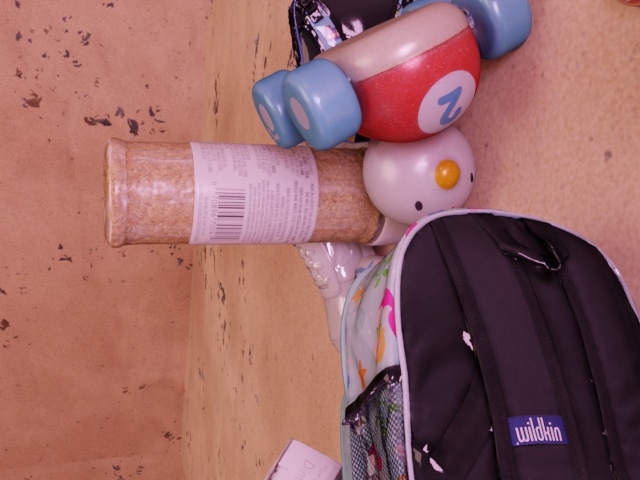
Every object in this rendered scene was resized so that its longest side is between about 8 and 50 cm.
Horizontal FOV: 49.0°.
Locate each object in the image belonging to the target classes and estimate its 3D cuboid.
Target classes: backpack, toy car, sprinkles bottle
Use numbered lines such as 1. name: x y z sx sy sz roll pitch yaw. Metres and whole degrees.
1. backpack: 0.045 -0.204 0.813 0.117 0.158 0.173 -128 29 -74
2. toy car: 0.093 -0.092 0.673 0.238 0.219 0.210 63 167 -16
3. sprinkles bottle: -0.063 -0.053 0.806 0.121 0.355 0.121 180 90 -71
4. backpack: 0.120 0.111 0.479 0.191 0.225 0.254 132 138 -57

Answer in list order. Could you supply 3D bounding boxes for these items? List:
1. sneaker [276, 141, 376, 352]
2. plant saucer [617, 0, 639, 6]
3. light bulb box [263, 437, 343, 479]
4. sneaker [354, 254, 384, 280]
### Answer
1. sneaker: 0.000 0.000 0.946 0.114 0.152 0.305 159 108 -69
2. plant saucer: 0.224 -0.202 0.474 0.083 0.013 0.084 180 90 -72
3. light bulb box: -0.020 0.431 0.570 0.358 0.225 0.361 -51 -25 -40
4. sneaker: 0.105 0.048 0.757 0.086 0.085 0.237 -71 21 6
